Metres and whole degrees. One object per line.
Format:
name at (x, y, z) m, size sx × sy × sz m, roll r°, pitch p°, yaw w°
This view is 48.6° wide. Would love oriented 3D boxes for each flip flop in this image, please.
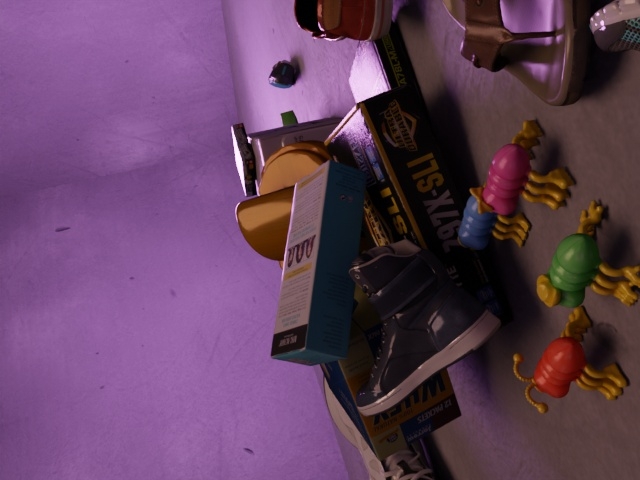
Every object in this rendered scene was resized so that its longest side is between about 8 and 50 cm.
flip flop at (0.154, -0.199, 0.637) m, size 0.277 × 0.080 × 0.112 m, roll -115°, pitch 15°, yaw -51°

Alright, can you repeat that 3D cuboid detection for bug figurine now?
bug figurine at (0.203, 0.018, 0.694) m, size 0.216 × 0.072 × 0.279 m, roll 88°, pitch 165°, yaw -51°

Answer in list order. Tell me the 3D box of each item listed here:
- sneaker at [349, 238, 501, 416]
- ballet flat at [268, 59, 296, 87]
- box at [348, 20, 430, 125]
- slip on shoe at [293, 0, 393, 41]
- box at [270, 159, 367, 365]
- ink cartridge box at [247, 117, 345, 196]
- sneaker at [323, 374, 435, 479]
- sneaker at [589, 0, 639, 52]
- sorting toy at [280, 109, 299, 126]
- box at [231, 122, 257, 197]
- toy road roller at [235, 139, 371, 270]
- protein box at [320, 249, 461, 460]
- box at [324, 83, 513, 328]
sneaker at (0.079, 0.099, 0.839) m, size 0.163 × 0.086 × 0.226 m, roll 46°, pitch 125°, yaw 5°
ballet flat at (-0.097, -0.436, 1.856) m, size 0.203 × 0.074 × 0.074 m, roll -119°, pitch 17°, yaw -79°
box at (0.098, -0.210, 1.068) m, size 0.190 × 0.045 × 0.184 m, roll 110°, pitch 146°, yaw -74°
slip on shoe at (0.009, -0.339, 1.004) m, size 0.331 × 0.102 × 0.122 m, roll -121°, pitch 30°, yaw -66°
box at (-0.001, 0.030, 0.896) m, size 0.100 × 0.060 × 0.244 m, roll -27°, pitch 51°, yaw 59°
ink cartridge box at (-0.028, -0.136, 1.445) m, size 0.270 × 0.197 × 0.198 m, roll -138°, pitch 35°, yaw -75°
sneaker at (0.162, 0.402, 1.351) m, size 0.447 × 0.169 × 0.257 m, roll 69°, pitch 163°, yaw -7°
sneaker at (0.222, -0.121, 0.423) m, size 0.166 × 0.065 × 0.076 m, roll -147°, pitch 40°, yaw -79°
sorting toy at (-0.024, -0.178, 1.733) m, size 0.347 × 0.047 × 0.195 m, roll 60°, pitch -160°, yaw -57°
box at (-0.157, -0.165, 1.473) m, size 0.137 × 0.027 × 0.093 m, roll 94°, pitch 159°, yaw -62°
toy road roller at (0.000, 0.000, 1.167) m, size 0.203 × 0.241 × 0.329 m, roll -12°, pitch 97°, yaw 36°
protein box at (0.073, 0.157, 1.015) m, size 0.200 × 0.136 × 0.201 m, roll 44°, pitch 158°, yaw 62°
box at (0.119, -0.025, 0.965) m, size 0.321 × 0.079 × 0.257 m, roll 66°, pitch 169°, yaw -1°
